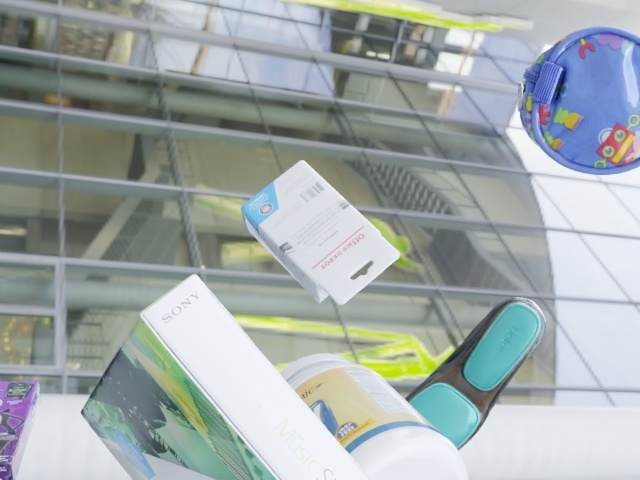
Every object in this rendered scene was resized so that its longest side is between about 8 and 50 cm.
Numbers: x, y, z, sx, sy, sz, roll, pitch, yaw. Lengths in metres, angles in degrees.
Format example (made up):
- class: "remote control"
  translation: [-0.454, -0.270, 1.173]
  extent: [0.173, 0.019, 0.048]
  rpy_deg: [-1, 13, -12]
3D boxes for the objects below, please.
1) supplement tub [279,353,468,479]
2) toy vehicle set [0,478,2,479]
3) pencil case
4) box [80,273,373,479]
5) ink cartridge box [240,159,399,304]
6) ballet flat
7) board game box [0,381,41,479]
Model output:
- class: "supplement tub"
  translation: [0.032, 0.204, 0.828]
  extent: [0.200, 0.144, 0.144]
  rpy_deg: [36, -61, 60]
- class: "toy vehicle set"
  translation: [-0.339, 0.295, 0.783]
  extent: [0.035, 0.166, 0.266]
  rpy_deg: [49, -20, 28]
- class: "pencil case"
  translation: [0.251, -0.133, 0.827]
  extent: [0.306, 0.133, 0.119]
  rpy_deg: [-36, 142, -75]
- class: "box"
  translation: [-0.085, 0.180, 0.706]
  extent: [0.232, 0.058, 0.322]
  rpy_deg: [49, -33, 4]
- class: "ink cartridge box"
  translation: [0.000, 0.000, 1.061]
  extent: [0.180, 0.104, 0.060]
  rpy_deg: [45, -18, 20]
- class: "ballet flat"
  translation: [0.185, 0.190, 1.113]
  extent: [0.280, 0.095, 0.096]
  rpy_deg: [-45, 173, 0]
- class: "board game box"
  translation: [-0.596, 0.274, 1.236]
  extent: [0.208, 0.347, 0.056]
  rpy_deg: [-110, -158, -69]
